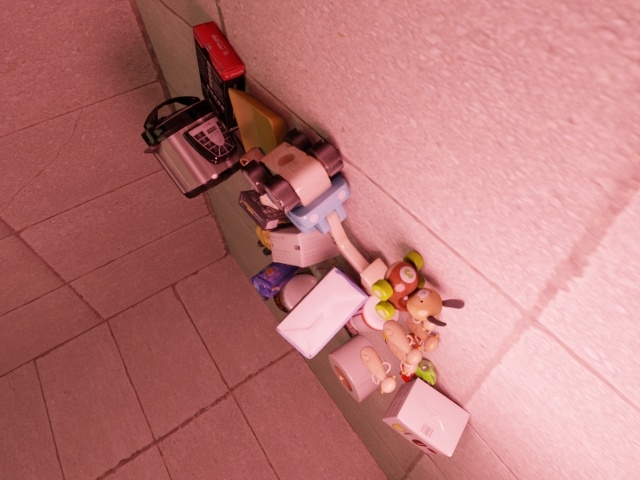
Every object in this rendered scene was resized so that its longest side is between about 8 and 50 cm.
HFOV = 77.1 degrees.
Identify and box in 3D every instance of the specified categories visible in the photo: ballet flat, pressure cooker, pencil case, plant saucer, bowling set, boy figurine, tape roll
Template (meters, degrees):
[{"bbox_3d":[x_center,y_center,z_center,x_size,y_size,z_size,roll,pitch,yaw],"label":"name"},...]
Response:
[{"bbox_3d":[-0.185,-0.190,1.425,0.316,0.106,0.107,54,161,16],"label":"ballet flat"},{"bbox_3d":[-0.590,-0.447,1.851,0.420,0.376,0.370,59,-176,-19],"label":"pressure cooker"},{"bbox_3d":[-0.165,0.137,1.805,0.133,0.306,0.119,21,139,45],"label":"pencil case"},{"bbox_3d":[-0.199,-0.371,1.484,0.333,0.081,0.332,45,155,37],"label":"plant saucer"},{"bbox_3d":[0.279,0.309,1.187,0.200,0.287,0.154,20,-159,-40],"label":"bowling set"},{"bbox_3d":[-0.267,-0.025,2.007,0.177,0.092,0.285,54,159,14],"label":"boy figurine"},{"bbox_3d":[0.167,0.569,1.794,0.246,0.169,0.246,51,160,27],"label":"tape roll"}]

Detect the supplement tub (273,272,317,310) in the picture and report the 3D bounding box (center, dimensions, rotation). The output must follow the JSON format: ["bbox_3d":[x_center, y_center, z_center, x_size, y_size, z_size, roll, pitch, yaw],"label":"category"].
[{"bbox_3d":[-0.123,0.273,2.040,0.207,0.207,0.338,60,161,-1],"label":"supplement tub"}]

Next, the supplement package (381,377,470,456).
[{"bbox_3d":[0.340,0.584,1.326,0.194,0.149,0.203,34,155,10],"label":"supplement package"}]

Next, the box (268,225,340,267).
[{"bbox_3d":[-0.057,0.010,1.439,0.181,0.182,0.118,5,106,49],"label":"box"}]

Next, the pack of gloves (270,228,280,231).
[{"bbox_3d":[-0.182,-0.105,1.753,0.195,0.046,0.232,68,-167,16],"label":"pack of gloves"}]

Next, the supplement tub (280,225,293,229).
[{"bbox_3d":[-0.121,-0.063,1.699,0.106,0.106,0.197,29,144,57],"label":"supplement tub"}]

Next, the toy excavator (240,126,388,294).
[{"bbox_3d":[0.018,-0.074,1.248,0.433,0.222,0.445,39,166,45],"label":"toy excavator"}]

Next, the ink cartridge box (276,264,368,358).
[{"bbox_3d":[0.011,0.225,1.404,0.151,0.270,0.395,44,180,1],"label":"ink cartridge box"}]

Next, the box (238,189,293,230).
[{"bbox_3d":[-0.162,-0.127,1.504,0.183,0.233,0.059,45,130,30],"label":"box"}]

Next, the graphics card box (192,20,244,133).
[{"bbox_3d":[-0.391,-0.625,1.582,0.232,0.094,0.371,56,160,12],"label":"graphics card box"}]

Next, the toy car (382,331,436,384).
[{"bbox_3d":[0.322,0.420,1.361,0.238,0.053,0.225,64,160,-15],"label":"toy car"}]

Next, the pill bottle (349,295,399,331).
[{"bbox_3d":[0.176,0.254,1.382,0.121,0.121,0.221,57,162,8],"label":"pill bottle"}]

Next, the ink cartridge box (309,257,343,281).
[{"bbox_3d":[0.013,0.105,1.626,0.143,0.090,0.092,57,161,8],"label":"ink cartridge box"}]

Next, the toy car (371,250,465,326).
[{"bbox_3d":[0.251,0.143,1.003,0.188,0.155,0.148,28,145,41],"label":"toy car"}]

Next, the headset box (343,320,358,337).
[{"bbox_3d":[0.134,0.401,1.844,0.083,0.032,0.062,54,161,12],"label":"headset box"}]
